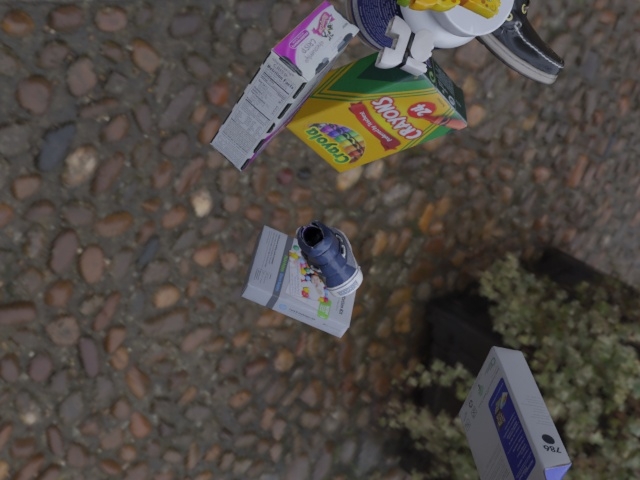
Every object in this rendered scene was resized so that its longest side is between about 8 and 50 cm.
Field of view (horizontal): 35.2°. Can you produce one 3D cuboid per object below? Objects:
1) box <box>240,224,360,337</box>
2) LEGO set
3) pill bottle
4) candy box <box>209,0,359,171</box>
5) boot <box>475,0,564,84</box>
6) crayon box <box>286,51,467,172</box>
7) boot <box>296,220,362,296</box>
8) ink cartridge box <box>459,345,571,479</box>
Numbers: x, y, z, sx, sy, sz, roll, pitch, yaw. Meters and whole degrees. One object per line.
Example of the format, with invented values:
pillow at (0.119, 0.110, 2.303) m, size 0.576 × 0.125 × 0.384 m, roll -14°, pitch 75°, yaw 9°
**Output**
box at (-0.031, 0.069, 1.708) m, size 0.038 × 0.186 × 0.145 m, roll -55°, pitch -165°, yaw 43°
LEGO set at (0.147, -0.283, 1.094) m, size 0.093 × 0.087 × 0.227 m, roll 21°, pitch 79°, yaw -15°
pill bottle at (0.155, -0.353, 1.465) m, size 0.153 × 0.264 × 0.153 m, roll -4°, pitch 99°, yaw -24°
candy box at (-0.056, -0.225, 1.486) m, size 0.159 × 0.071 × 0.233 m, roll -51°, pitch -177°, yaw -42°
boot at (0.339, -0.467, 1.685) m, size 0.377 × 0.138 × 0.284 m, roll 40°, pitch 111°, yaw -13°
crayon box at (0.075, -0.226, 1.798) m, size 0.202 × 0.318 × 0.081 m, roll 35°, pitch 44°, yaw -51°
boot at (0.000, 0.000, 1.358) m, size 0.069 × 0.190 × 0.086 m, roll -35°, pitch 116°, yaw -2°
ink cartridge box at (0.312, 0.338, 1.617) m, size 0.065 × 0.333 × 0.165 m, roll 12°, pitch 122°, yaw -14°
